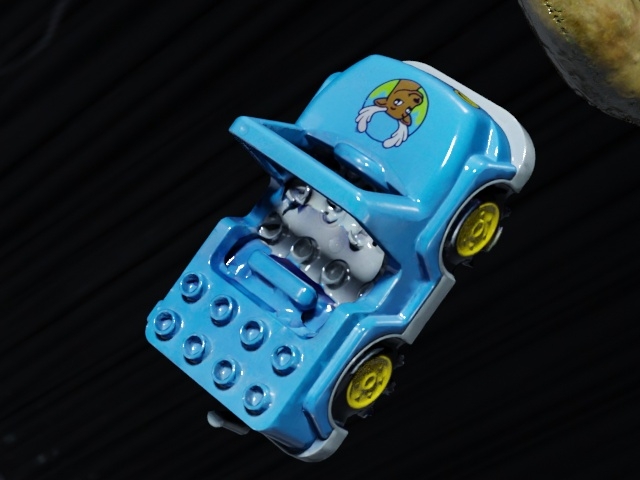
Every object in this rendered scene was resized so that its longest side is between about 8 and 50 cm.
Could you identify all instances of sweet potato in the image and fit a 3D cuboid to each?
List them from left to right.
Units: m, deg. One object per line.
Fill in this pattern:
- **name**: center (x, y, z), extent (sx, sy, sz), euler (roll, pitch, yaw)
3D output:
- **sweet potato**: center (0.206, -0.159, 1.110), extent (0.286, 0.112, 0.085), euler (55, 36, -31)

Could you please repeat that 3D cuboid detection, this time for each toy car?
- **toy car**: center (0.000, 0.000, 0.690), extent (0.097, 0.191, 0.100), euler (35, -1, 34)
